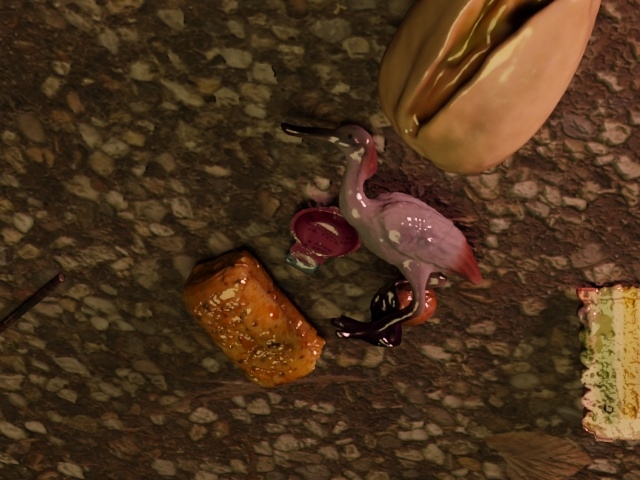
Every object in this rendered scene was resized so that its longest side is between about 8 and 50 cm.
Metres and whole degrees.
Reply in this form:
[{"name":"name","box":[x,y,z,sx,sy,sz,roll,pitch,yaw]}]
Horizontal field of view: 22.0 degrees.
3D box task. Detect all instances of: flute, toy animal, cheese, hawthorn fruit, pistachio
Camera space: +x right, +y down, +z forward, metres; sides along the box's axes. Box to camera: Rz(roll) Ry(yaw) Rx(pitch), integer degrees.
[{"name":"flute","box":[-0.434,0.110,2.306,0.014,0.014,0.269,36,133,-21]},{"name":"toy animal","box":[0.085,-0.014,1.975,0.195,0.090,0.324,-17,114,-7]},{"name":"cheese","box":[0.000,0.000,2.062,0.095,0.038,0.145,27,141,-11]},{"name":"hawthorn fruit","box":[0.108,0.083,2.109,0.067,0.066,0.103,23,158,-9]},{"name":"pistachio","box":[0.177,-0.194,1.733,0.188,0.187,0.299,28,129,-14]}]

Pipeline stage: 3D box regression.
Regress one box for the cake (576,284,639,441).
[{"name":"cake","box":[0.389,0.142,2.104,0.109,0.090,0.225,2,116,16]}]

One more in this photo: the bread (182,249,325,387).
[{"name":"bread","box":[-0.089,0.108,2.166,0.114,0.083,0.211,-22,127,27]}]
